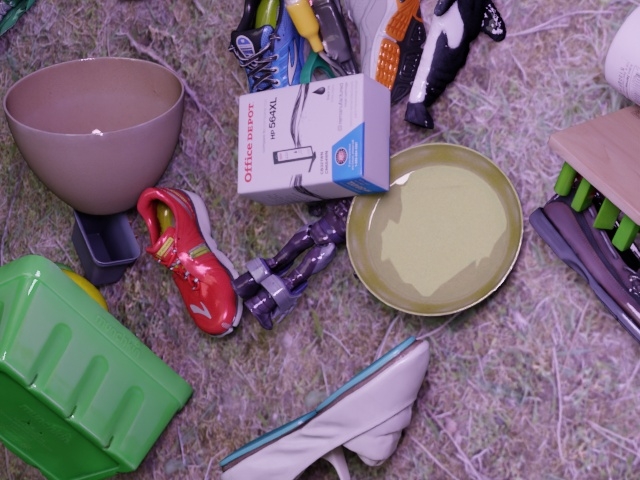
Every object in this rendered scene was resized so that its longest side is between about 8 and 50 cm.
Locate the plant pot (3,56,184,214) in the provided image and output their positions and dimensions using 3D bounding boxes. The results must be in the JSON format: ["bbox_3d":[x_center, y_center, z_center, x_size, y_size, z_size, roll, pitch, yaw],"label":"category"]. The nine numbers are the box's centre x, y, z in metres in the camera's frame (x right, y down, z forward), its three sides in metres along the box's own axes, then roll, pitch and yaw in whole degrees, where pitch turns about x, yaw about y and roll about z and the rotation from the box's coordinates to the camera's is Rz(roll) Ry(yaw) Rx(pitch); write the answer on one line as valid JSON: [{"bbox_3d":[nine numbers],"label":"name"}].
[{"bbox_3d":[-0.357,-0.155,1.876,0.284,0.284,0.191,28,133,36],"label":"plant pot"}]

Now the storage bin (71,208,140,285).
[{"bbox_3d":[-0.364,0.005,1.941,0.135,0.098,0.091,63,144,25],"label":"storage bin"}]

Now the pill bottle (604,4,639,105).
[{"bbox_3d":[0.459,-0.181,1.352,0.229,0.131,0.131,43,107,33],"label":"pill bottle"}]

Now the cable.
[{"bbox_3d":[0.019,-0.255,1.686,0.072,0.139,0.287,-16,100,17],"label":"cable"}]

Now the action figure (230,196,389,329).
[{"bbox_3d":[0.000,0.000,1.672,0.285,0.099,0.185,-41,53,6],"label":"action figure"}]

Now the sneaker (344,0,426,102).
[{"bbox_3d":[0.085,-0.318,1.678,0.121,0.099,0.262,-1,73,43],"label":"sneaker"}]

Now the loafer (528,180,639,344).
[{"bbox_3d":[0.375,0.040,1.393,0.095,0.109,0.302,-48,55,14],"label":"loafer"}]

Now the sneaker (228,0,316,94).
[{"bbox_3d":[-0.082,-0.258,1.743,0.130,0.147,0.330,-8,78,34],"label":"sneaker"}]

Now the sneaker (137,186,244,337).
[{"bbox_3d":[-0.217,0.033,1.804,0.107,0.118,0.279,-42,61,23],"label":"sneaker"}]

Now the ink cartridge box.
[{"bbox_3d":[-0.011,-0.135,1.589,0.203,0.086,0.148,-6,77,30],"label":"ink cartridge box"}]

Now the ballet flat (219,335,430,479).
[{"bbox_3d":[0.026,0.274,1.599,0.400,0.139,0.139,-37,62,30],"label":"ballet flat"}]

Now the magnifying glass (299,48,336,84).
[{"bbox_3d":[0.006,-0.281,1.732,0.026,0.092,0.231,-14,63,37],"label":"magnifying glass"}]

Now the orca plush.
[{"bbox_3d":[0.202,-0.286,1.577,0.102,0.151,0.287,18,89,5],"label":"orca plush"}]

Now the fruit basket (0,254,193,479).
[{"bbox_3d":[-0.402,0.156,1.813,0.283,0.392,0.392,-21,70,31],"label":"fruit basket"}]

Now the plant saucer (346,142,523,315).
[{"bbox_3d":[0.155,-0.013,1.562,0.241,0.037,0.241,-4,74,16],"label":"plant saucer"}]

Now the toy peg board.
[{"bbox_3d":[0.375,-0.072,1.401,0.161,0.161,0.079,48,143,31],"label":"toy peg board"}]

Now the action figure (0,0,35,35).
[{"bbox_3d":[-0.583,-0.479,2.197,0.232,0.063,0.137,-40,58,19],"label":"action figure"}]
